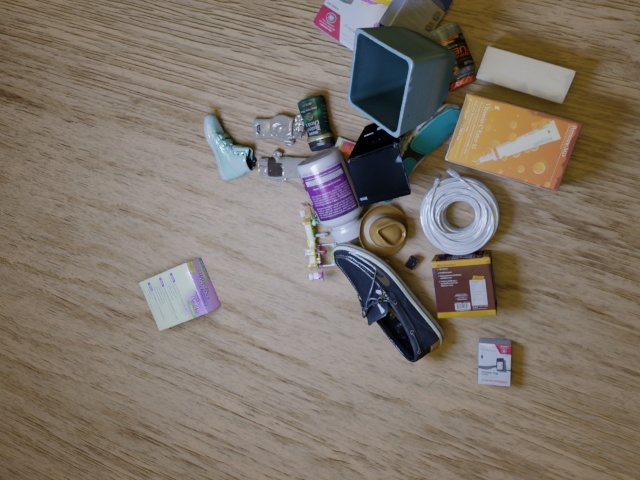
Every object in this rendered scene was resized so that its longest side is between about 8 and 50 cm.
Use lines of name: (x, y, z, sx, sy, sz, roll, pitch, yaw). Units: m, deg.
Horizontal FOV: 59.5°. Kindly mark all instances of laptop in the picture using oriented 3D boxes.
laptop: (0.216, -0.271, 1.831, 0.136, 0.264, 0.234, 43, 148, -27)

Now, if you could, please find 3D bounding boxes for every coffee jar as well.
coffee jar: (-0.012, -0.408, 1.962, 0.096, 0.079, 0.185, -13, 95, 24)

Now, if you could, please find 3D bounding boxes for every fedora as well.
fedora: (0.227, -0.028, 1.906, 0.194, 0.079, 0.194, -5, 102, -21)

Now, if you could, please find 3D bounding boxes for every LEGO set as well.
LEGO set: (0.000, 0.000, 2.014, 0.107, 0.132, 0.287, -6, 91, 10)

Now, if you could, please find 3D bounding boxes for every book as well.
book: (0.115, -0.296, 1.967, 0.144, 0.035, 0.096, 23, 103, 13)

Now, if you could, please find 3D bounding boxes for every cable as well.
cable: (0.461, -0.085, 1.863, 0.257, 0.089, 0.257, 30, 108, 10)

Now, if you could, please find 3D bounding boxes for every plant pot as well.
plant pot: (0.264, -0.504, 1.699, 0.247, 0.252, 0.248, 44, 144, 34)

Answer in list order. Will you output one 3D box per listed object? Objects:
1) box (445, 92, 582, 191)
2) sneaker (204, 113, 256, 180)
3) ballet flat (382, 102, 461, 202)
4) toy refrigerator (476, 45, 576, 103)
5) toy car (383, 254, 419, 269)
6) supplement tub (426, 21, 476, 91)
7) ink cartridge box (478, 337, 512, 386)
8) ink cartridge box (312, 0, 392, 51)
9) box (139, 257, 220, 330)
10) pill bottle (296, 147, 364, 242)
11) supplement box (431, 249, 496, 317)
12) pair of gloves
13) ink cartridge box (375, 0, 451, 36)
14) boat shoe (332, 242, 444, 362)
box: (0.591, -0.305, 1.738, 0.345, 0.168, 0.215, 18, 105, 14)
sneaker: (-0.326, -0.359, 2.064, 0.151, 0.094, 0.256, -12, 105, 25)
ballet flat: (0.285, -0.311, 1.864, 0.147, 0.147, 0.409, 42, 108, 7)
toy refrigerator: (0.632, -0.513, 1.731, 0.269, 0.094, 0.102, 21, 112, 14)
toy car: (0.286, 0.062, 1.968, 0.122, 0.040, 0.060, 14, 125, 13)
supplement tub: (0.416, -0.578, 1.774, 0.117, 0.117, 0.191, -22, 92, 20)
ink cartridge box: (0.598, 0.417, 1.918, 0.109, 0.063, 0.151, 1, 99, 18)
ink cartridge box: (0.153, -0.775, 1.819, 0.226, 0.131, 0.306, 36, 110, 10)
box: (-0.559, 0.213, 2.230, 0.242, 0.117, 0.214, -22, 92, 21)
pill bottle: (0.048, -0.151, 1.929, 0.169, 0.169, 0.302, -18, 106, 20)
supplement box: (0.482, 0.144, 1.873, 0.191, 0.129, 0.194, -6, 98, 19)
pair of gloves: (-0.142, -0.335, 2.039, 0.204, 0.042, 0.240, -4, 96, 22)
ink cartridge box: (0.271, -0.674, 1.770, 0.311, 0.185, 0.065, -55, 51, 20)
boat shoe: (0.212, 0.212, 1.933, 0.500, 0.156, 0.187, 48, 154, 2)
